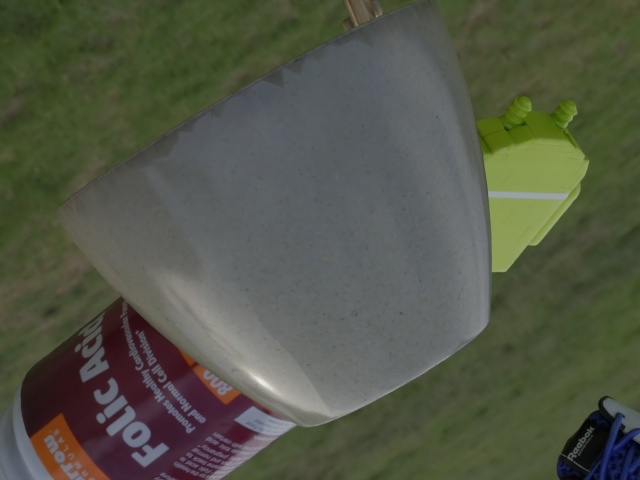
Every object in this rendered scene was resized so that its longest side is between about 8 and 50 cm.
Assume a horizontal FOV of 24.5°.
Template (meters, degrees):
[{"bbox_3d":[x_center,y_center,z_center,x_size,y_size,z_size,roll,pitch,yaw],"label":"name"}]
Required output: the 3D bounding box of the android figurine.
[{"bbox_3d":[0.162,-0.040,1.498,0.248,0.056,0.273,-1,138,-35],"label":"android figurine"}]

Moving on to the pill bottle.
[{"bbox_3d":[-0.184,0.176,1.581,0.392,0.224,0.224,-38,165,20],"label":"pill bottle"}]

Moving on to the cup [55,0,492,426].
[{"bbox_3d":[0.000,0.000,1.128,0.331,0.237,0.331,-30,-179,0],"label":"cup"}]

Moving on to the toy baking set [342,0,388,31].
[{"bbox_3d":[0.089,-0.194,1.786,0.030,0.256,0.197,-29,-175,-6],"label":"toy baking set"}]

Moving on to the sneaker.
[{"bbox_3d":[0.314,0.237,1.353,0.127,0.182,0.315,-63,-176,-2],"label":"sneaker"}]
